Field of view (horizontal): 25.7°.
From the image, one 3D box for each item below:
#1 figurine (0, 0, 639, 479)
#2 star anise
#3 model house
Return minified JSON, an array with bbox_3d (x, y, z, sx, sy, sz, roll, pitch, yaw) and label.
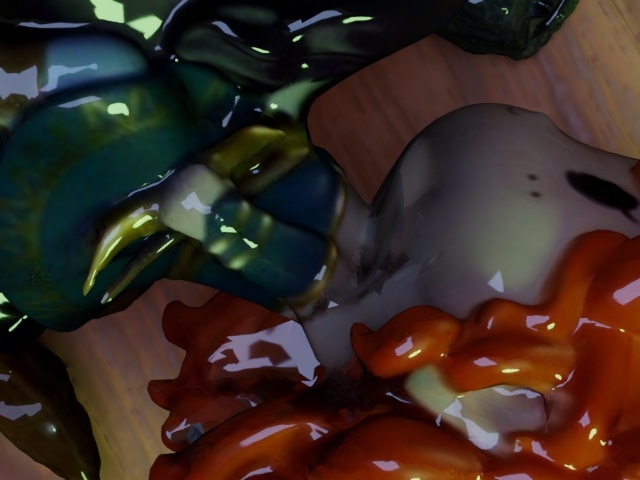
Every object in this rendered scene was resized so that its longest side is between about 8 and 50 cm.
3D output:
[{"bbox_3d":[-0.003,-0.011,0.511,0.306,0.241,0.412,-38,100,-5],"label":"figurine"},{"bbox_3d":[-0.173,0.038,0.624,0.212,0.111,0.196,-24,106,-28],"label":"star anise"},{"bbox_3d":[0.072,-0.117,0.604,0.078,0.083,0.066,24,91,10],"label":"model house"}]
